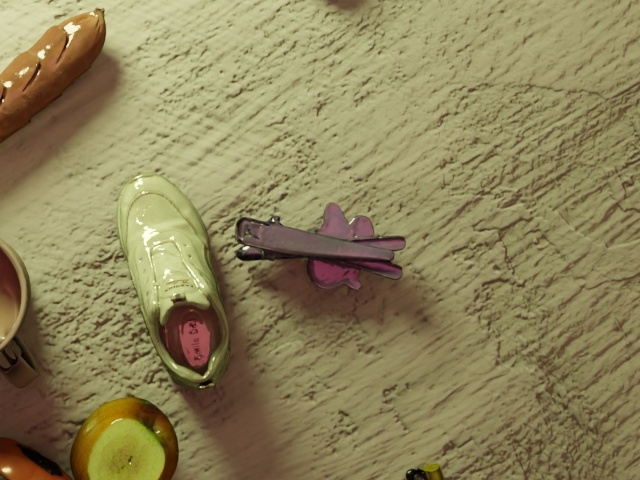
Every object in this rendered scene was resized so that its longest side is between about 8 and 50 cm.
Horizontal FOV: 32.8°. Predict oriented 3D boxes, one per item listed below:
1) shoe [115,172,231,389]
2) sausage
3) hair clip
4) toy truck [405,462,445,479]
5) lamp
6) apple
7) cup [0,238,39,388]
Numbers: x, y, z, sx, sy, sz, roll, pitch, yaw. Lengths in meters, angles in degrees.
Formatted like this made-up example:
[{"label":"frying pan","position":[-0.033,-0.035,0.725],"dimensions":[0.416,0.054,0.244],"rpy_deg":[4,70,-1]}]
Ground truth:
[{"label":"shoe","position":[-0.206,0.062,1.586],"dimensions":[0.132,0.210,0.342],"rpy_deg":[-17,93,-10]},{"label":"sausage","position":[-0.476,-0.193,1.602],"dimensions":[0.433,0.088,0.088],"rpy_deg":[-41,97,-7]},{"label":"hair clip","position":[-0.008,0.002,1.693],"dimensions":[0.278,0.090,0.137],"rpy_deg":[11,76,-18]},{"label":"toy truck","position":[0.176,0.403,1.742],"dimensions":[0.054,0.049,0.083],"rpy_deg":[-18,92,-11]},{"label":"lamp","position":[-0.446,0.381,1.560],"dimensions":[0.188,0.187,0.164],"rpy_deg":[33,85,-9]},{"label":"apple","position":[-0.286,0.311,1.596],"dimensions":[0.146,0.163,0.147],"rpy_deg":[43,95,-13]},{"label":"cup","position":[-0.485,0.099,1.540],"dimensions":[0.191,0.200,0.253],"rpy_deg":[-39,96,-8]}]
